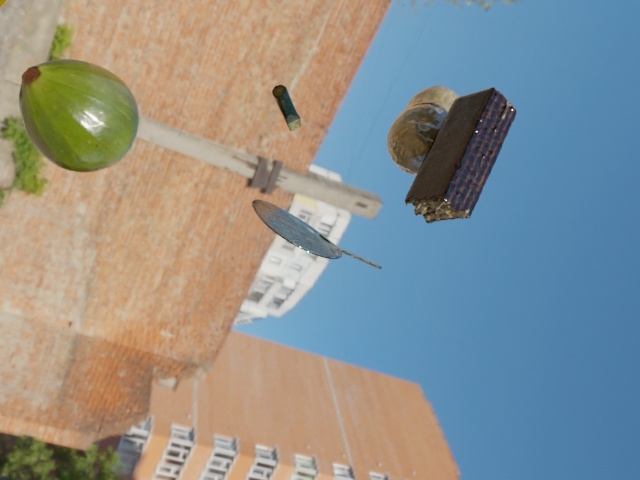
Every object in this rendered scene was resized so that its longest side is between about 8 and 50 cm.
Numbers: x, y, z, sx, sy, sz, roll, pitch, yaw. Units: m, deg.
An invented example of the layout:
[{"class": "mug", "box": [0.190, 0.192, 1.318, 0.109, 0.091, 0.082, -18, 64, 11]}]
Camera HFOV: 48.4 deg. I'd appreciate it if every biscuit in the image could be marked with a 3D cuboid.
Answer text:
[{"class": "biscuit", "box": [0.238, -0.141, 1.215, 0.106, 0.070, 0.252, -5, -127, 57]}]

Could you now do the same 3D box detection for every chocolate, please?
[{"class": "chocolate", "box": [0.211, -0.218, 1.407, 0.134, 0.134, 0.309, -59, 178, 31]}]

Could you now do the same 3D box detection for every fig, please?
[{"class": "fig", "box": [-0.650, -0.341, 1.878, 0.316, 0.316, 0.316, -55, -156, 39]}]

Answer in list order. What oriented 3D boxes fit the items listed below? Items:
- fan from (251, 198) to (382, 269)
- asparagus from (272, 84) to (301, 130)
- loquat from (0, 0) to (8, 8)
[{"class": "fan", "box": [-0.013, 0.000, 1.395, 0.012, 0.294, 0.223, -60, 178, 11]}, {"class": "asparagus", "box": [-0.084, -0.338, 1.866, 0.041, 0.045, 0.178, -67, 156, -21]}, {"class": "loquat", "box": [-0.741, -0.580, 1.478, 0.244, 0.244, 0.244, -55, -156, 39]}]
